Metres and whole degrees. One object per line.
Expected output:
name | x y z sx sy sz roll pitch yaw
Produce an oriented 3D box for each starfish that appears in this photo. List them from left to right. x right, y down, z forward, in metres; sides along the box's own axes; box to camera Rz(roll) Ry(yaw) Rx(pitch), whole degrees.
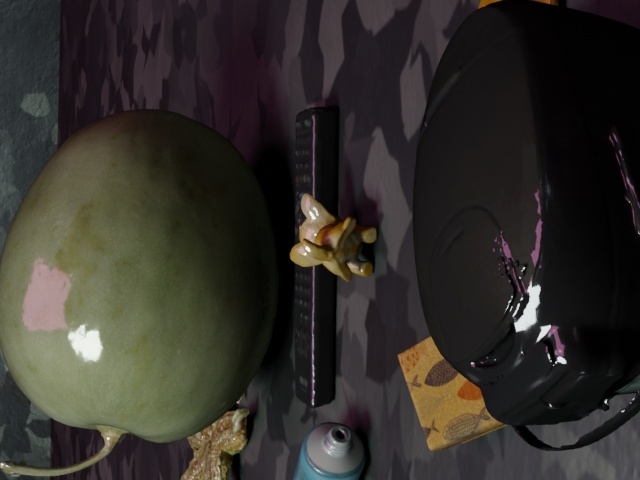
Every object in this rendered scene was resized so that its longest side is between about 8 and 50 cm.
starfish | -0.112 0.208 1.244 0.209 0.053 0.150 134 128 -60

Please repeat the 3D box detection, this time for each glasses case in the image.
glasses case | 0.100 0.070 0.678 0.170 0.041 0.064 -44 61 62

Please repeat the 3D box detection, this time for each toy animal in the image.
toy animal | 0.000 0.000 0.913 0.083 0.081 0.060 22 114 47

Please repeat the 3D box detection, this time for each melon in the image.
melon | -0.161 0.037 1.089 0.272 0.272 0.308 -177 80 -70

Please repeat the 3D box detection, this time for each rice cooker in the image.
rice cooker | 0.109 -0.011 0.540 0.142 0.118 0.203 126 140 -57

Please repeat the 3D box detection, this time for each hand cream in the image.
hand cream | -0.006 0.215 0.975 0.224 0.048 0.083 105 153 -46

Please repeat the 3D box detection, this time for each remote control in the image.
remote control | -0.006 0.013 0.992 0.063 0.025 0.245 -171 81 -71

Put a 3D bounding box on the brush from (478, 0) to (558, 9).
brush | 0.128 -0.186 0.641 0.090 0.017 0.314 -121 37 -50
